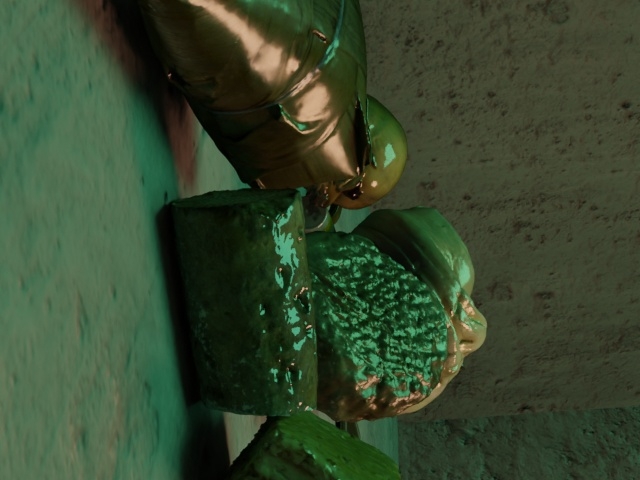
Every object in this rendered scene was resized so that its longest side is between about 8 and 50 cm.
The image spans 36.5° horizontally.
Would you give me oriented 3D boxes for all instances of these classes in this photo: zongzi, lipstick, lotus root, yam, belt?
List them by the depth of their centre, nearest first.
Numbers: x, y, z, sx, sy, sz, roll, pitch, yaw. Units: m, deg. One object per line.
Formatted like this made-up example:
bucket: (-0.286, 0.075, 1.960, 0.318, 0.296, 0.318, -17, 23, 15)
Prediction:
zongzi: (-0.080, -0.238, 0.756, 0.360, 0.160, 0.322, 39, 34, -65)
yam: (-0.057, 0.057, 0.789, 0.107, 0.107, 0.194, -68, 153, -76)
lotus root: (0.035, -0.146, 1.457, 0.310, 0.183, 0.182, -92, 175, -75)
lipstick: (0.000, 0.000, 1.548, 0.264, 0.059, 0.059, 65, 21, -70)
belt: (0.008, -0.061, 1.662, 0.036, 0.059, 0.083, 73, 13, -59)

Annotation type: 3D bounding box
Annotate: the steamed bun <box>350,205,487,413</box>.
steamed bun: (0.107, 0.098, 1.484, 0.206, 0.275, 0.319, 46, 37, -66)

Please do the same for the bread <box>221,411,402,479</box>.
bread: (-0.009, 0.209, 0.814, 0.102, 0.138, 0.196, -61, -179, -2)

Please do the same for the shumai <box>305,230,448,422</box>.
shumai: (-0.002, 0.120, 1.135, 0.261, 0.222, 0.225, 14, 53, -45)

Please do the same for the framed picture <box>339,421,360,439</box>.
framed picture: (0.057, 0.425, 1.883, 0.296, 0.019, 0.232, 77, 11, -54)
